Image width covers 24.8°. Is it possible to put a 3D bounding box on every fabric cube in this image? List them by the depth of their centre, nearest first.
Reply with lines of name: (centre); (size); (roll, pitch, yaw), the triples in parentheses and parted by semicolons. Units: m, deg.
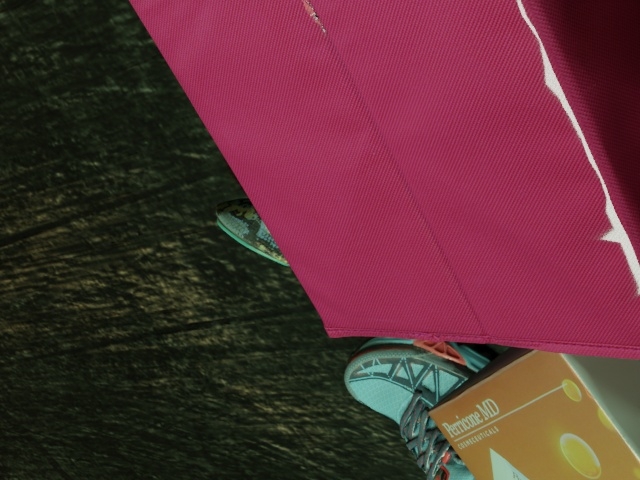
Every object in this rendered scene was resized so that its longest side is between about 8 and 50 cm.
fabric cube: (0.100, -0.117, 0.797); (0.259, 0.254, 0.258); (0, 130, 44)

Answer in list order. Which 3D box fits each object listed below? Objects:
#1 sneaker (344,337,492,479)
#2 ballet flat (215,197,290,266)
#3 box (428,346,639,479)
sneaker: (0.119, 0.161, 1.200); (0.262, 0.125, 0.104); (21, 141, 27)
ballet flat: (0.000, 0.000, 1.208); (0.188, 0.070, 0.070); (31, 145, 12)
box: (0.264, 0.186, 0.956); (0.345, 0.168, 0.215); (54, 156, 6)
